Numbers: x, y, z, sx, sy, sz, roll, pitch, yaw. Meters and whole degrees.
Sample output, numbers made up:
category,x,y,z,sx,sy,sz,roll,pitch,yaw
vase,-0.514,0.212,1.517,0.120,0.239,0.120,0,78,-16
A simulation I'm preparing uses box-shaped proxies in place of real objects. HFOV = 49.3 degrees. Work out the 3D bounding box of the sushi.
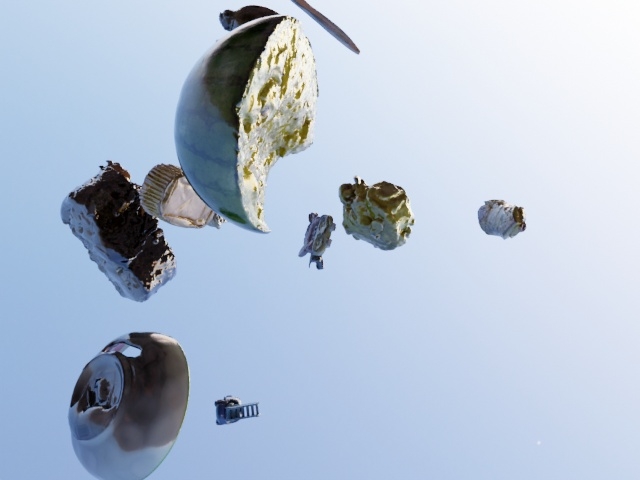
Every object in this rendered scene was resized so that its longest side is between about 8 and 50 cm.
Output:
category,x,y,z,sx,sy,sz,roll,pitch,yaw
sushi,-0.485,-0.015,1.758,0.234,0.349,0.207,0,-146,49

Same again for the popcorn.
category,x,y,z,sx,sy,sz,roll,pitch,yaw
popcorn,0.173,-0.092,2.138,0.266,0.233,0.192,47,-116,-9

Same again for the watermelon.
category,x,y,z,sx,sy,sz,roll,pitch,yaw
watermelon,-0.131,-0.185,1.091,0.189,0.331,0.331,4,-148,16

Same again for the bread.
category,x,y,z,sx,sy,sz,roll,pitch,yaw
bread,-0.327,-0.103,1.605,0.114,0.132,0.190,23,-179,33

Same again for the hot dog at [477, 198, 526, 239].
category,x,y,z,sx,sy,sz,roll,pitch,yaw
hot dog,0.374,-0.039,1.403,0.061,0.078,0.169,13,-170,-14

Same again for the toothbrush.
category,x,y,z,sx,sy,sz,roll,pitch,yaw
toothbrush,-0.043,-0.569,1.679,0.375,0.037,0.028,34,-120,-21

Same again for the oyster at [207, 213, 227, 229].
category,x,y,z,sx,sy,sz,roll,pitch,yaw
oyster,-0.365,-0.146,2.268,0.223,0.083,0.214,48,-154,-5

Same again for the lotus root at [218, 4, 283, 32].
category,x,y,z,sx,sy,sz,roll,pitch,yaw
lotus root,-0.130,-0.466,1.565,0.209,0.120,0.120,25,-145,-5

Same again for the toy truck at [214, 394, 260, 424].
category,x,y,z,sx,sy,sz,roll,pitch,yaw
toy truck,-0.173,0.358,1.465,0.090,0.056,0.073,-5,179,25

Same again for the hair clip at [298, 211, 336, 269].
category,x,y,z,sx,sy,sz,roll,pitch,yaw
hair clip,-0.007,-0.001,2.215,0.056,0.187,0.146,9,175,-36

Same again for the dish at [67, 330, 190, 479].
category,x,y,z,sx,sy,sz,roll,pitch,yaw
dish,-0.421,0.326,1.425,0.124,0.324,0.324,31,-160,-45
